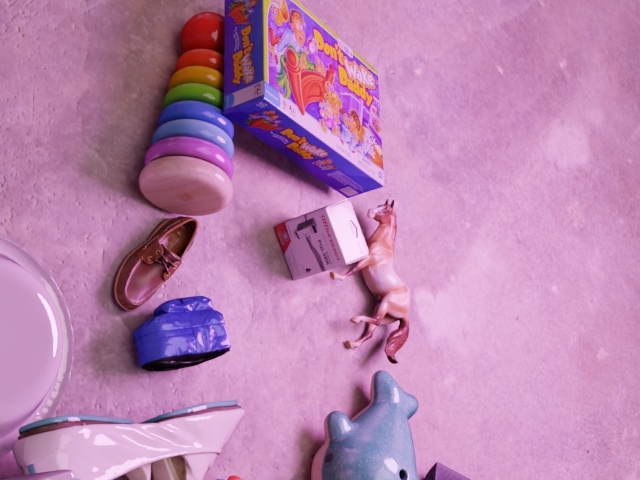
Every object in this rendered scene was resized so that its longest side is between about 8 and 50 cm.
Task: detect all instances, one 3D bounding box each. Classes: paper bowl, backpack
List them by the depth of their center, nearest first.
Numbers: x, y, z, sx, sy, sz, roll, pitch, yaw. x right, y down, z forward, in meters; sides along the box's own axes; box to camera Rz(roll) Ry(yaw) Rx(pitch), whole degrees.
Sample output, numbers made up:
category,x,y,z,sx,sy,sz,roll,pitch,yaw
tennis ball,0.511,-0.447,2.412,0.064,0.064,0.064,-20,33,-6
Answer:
category,x,y,z,sx,sy,sz,roll,pitch,yaw
paper bowl,-0.428,0.125,1.288,0.284,0.148,0.284,11,74,-44
backpack,-0.207,0.136,1.531,0.120,0.098,0.101,-11,75,-30

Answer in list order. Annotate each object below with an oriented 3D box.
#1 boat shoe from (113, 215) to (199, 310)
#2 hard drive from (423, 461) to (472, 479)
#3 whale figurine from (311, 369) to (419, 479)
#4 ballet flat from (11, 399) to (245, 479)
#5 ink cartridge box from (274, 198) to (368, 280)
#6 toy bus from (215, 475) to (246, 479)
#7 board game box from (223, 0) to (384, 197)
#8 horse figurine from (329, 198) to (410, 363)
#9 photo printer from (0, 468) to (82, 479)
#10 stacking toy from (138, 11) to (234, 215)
category,x,y,z,sx,sy,sz,roll,pitch,yaw
boat shoe,-0.237,0.027,1.558,0.064,0.060,0.178,48,51,-20
hard drive,0.233,0.517,1.791,0.172,0.054,0.255,32,42,-30
whale figurine,0.100,0.336,1.704,0.216,0.141,0.272,44,52,-22
ballet flat,-0.232,0.288,1.392,0.400,0.139,0.139,7,71,-58
ink cartridge box,0.000,0.000,1.722,0.056,0.135,0.099,-22,91,-43
toy bus,-0.135,0.392,1.438,0.149,0.220,0.211,58,43,-13
board game box,-0.021,-0.243,1.737,0.347,0.078,0.233,30,50,-50
horse figurine,0.093,0.078,1.830,0.174,0.066,0.263,-21,89,-37
photo printer,-0.409,0.338,1.144,0.256,0.307,0.107,-20,90,-40
stacking toy,-0.183,-0.210,1.635,0.141,0.141,0.330,25,58,-34
